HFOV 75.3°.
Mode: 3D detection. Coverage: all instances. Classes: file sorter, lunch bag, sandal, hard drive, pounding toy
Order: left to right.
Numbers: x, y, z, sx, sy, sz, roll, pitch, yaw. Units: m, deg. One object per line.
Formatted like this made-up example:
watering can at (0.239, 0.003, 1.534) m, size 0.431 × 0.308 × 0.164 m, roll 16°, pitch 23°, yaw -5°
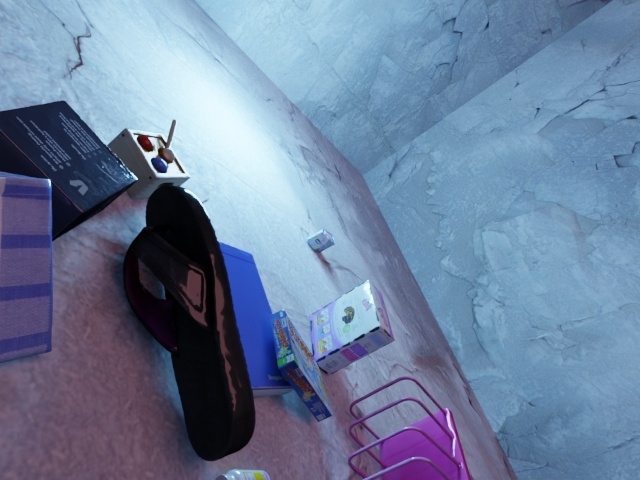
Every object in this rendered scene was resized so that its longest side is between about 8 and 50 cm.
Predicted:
pounding toy at (-0.328, -0.167, 0.825) m, size 0.130 × 0.100 × 0.141 m, roll 57°, pitch 18°, yaw 1°
sandal at (-0.212, 0.088, 0.612) m, size 0.107 × 0.167 × 0.446 m, roll 5°, pitch 51°, yaw -45°
hard drive at (-0.164, 0.143, 0.813) m, size 0.210 × 0.040 × 0.319 m, roll 29°, pitch 32°, yaw -56°
lunch bag at (0.000, 0.000, 1.434) m, size 0.083 × 0.071 × 0.053 m, roll 37°, pitch 30°, yaw -50°
file sorter at (0.175, 0.468, 0.873) m, size 0.182 × 0.202 × 0.291 m, roll 48°, pitch 20°, yaw -19°

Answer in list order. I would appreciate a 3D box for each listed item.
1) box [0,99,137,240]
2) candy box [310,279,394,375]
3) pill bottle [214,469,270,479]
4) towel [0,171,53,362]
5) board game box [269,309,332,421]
box at (-0.380, -0.101, 0.591) m, size 0.156 × 0.093 × 0.158 m, roll 51°, pitch 18°, yaw -17°
candy box at (0.073, 0.217, 1.044) m, size 0.070 × 0.196 × 0.165 m, roll 46°, pitch 21°, yaw -29°
pill bottle at (-0.112, 0.350, 0.589) m, size 0.083 × 0.043 × 0.043 m, roll 37°, pitch 26°, yaw -46°
towel at (-0.368, 0.025, 0.352) m, size 0.285 × 0.034 × 0.209 m, roll 4°, pitch 84°, yaw -66°
board game box at (-0.040, 0.253, 0.838) m, size 0.136 × 0.035 × 0.201 m, roll -113°, pitch 178°, yaw -53°
